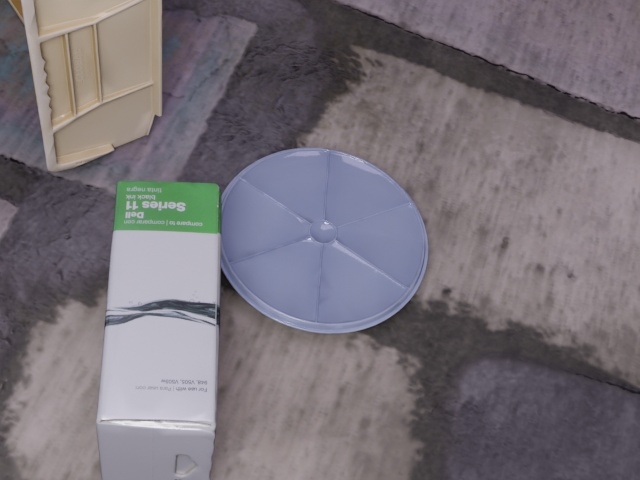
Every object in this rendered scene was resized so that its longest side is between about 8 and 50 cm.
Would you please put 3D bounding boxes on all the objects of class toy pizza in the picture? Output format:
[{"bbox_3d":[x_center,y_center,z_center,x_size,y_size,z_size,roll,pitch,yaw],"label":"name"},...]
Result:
[{"bbox_3d":[0.000,0.000,0.984,0.201,0.032,0.201,5,58,-8],"label":"toy pizza"}]

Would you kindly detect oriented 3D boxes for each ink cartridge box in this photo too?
[{"bbox_3d":[-0.125,0.080,0.837,0.087,0.153,0.208,3,56,-8],"label":"ink cartridge box"}]

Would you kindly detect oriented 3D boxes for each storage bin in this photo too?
[{"bbox_3d":[-0.257,-0.241,0.956,0.123,0.260,0.262,-26,65,-23],"label":"storage bin"}]
